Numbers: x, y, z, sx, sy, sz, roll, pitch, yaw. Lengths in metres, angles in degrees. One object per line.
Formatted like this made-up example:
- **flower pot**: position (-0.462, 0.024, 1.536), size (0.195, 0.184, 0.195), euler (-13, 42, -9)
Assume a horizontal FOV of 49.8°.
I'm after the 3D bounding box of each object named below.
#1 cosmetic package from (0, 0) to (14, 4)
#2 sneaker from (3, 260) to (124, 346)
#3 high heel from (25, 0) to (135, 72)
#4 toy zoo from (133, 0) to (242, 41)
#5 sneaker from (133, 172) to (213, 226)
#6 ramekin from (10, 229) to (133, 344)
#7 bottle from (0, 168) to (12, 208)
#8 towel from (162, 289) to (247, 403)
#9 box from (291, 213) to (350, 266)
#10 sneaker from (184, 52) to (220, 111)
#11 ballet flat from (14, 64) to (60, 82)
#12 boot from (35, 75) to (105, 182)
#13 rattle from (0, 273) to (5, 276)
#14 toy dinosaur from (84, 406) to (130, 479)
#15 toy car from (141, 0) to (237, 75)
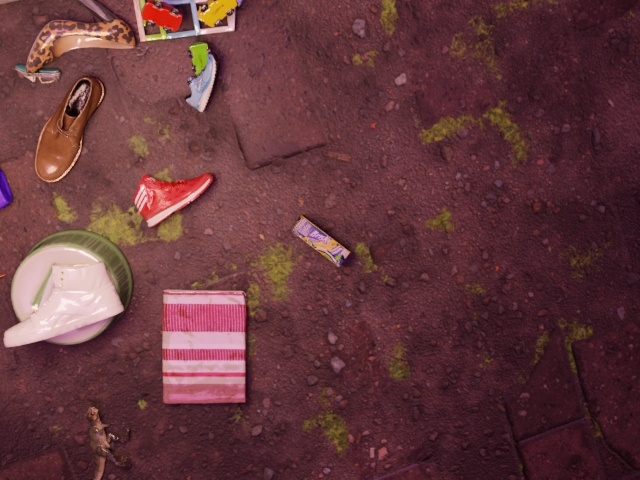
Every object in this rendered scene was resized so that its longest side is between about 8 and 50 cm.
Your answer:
- **cosmetic package**: position (-0.756, -0.703, 1.686), size (0.365, 0.155, 0.197), euler (-16, 99, -3)
- **sneaker**: position (-0.657, 0.146, 1.710), size (0.292, 0.108, 0.169), euler (-20, 99, -13)
- **high heel**: position (-0.611, -0.486, 1.763), size (0.186, 0.093, 0.261), euler (40, 84, -5)
- **toy zoo**: position (-0.339, -0.633, 1.807), size (0.293, 0.030, 0.192), euler (-9, 100, -5)
- **sneaker**: position (-0.405, -0.143, 1.850), size (0.221, 0.087, 0.128), euler (-36, 102, -1)
- **ramekin**: position (-0.661, 0.130, 1.830), size (0.303, 0.148, 0.303), euler (-1, 99, -6)
- **bottle**: position (-0.957, -0.103, 1.787), size (0.283, 0.092, 0.118), euler (-18, 100, -3)
- **towel**: position (-0.328, 0.301, 1.955), size (0.237, 0.037, 0.329), euler (1, 97, -5)
- **box**: position (0.000, 0.000, 1.932), size (0.169, 0.059, 0.054), euler (38, 94, -11)
- **sneaker**: position (-0.313, -0.418, 1.806), size (0.073, 0.063, 0.162), euler (21, 118, -10)
- **ballet flat**: position (-0.734, -0.429, 1.791), size (0.114, 0.041, 0.041), euler (6, 98, -6)
- **boot**: position (-0.662, -0.289, 1.783), size (0.112, 0.115, 0.305), euler (26, 96, -12)
- **rattle**: position (-0.967, 0.074, 1.829), size (0.143, 0.130, 0.200), euler (-40, 128, 11)
- **toy dinosaur**: position (-0.604, 0.588, 1.957), size (0.118, 0.064, 0.268), euler (2, 101, 0)
- **toy car**: position (-0.323, -0.530, 1.781), size (0.239, 0.053, 0.225), euler (-10, 133, -4)
